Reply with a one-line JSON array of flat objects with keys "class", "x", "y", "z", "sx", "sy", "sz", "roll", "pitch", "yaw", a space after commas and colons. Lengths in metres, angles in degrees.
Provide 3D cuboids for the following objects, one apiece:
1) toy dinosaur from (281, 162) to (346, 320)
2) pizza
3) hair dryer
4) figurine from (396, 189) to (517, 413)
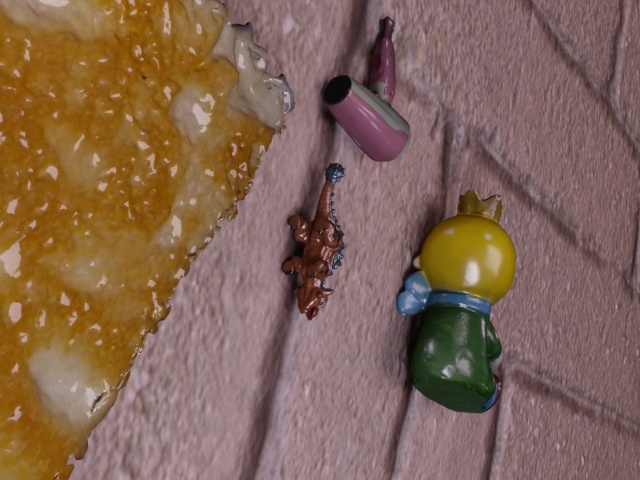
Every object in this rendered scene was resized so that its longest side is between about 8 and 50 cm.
[{"class": "toy dinosaur", "x": 0.000, "y": 0.000, "z": 0.842, "sx": 0.055, "sy": 0.049, "sz": 0.154, "roll": 16, "pitch": 84, "yaw": -50}, {"class": "pizza", "x": -0.207, "y": -0.080, "z": 0.541, "sx": 0.392, "sy": 0.080, "sz": 0.435, "roll": 56, "pitch": 48, "yaw": -39}, {"class": "hair dryer", "x": 0.056, "y": -0.170, "z": 0.924, "sx": 0.106, "sy": 0.054, "sz": 0.154, "roll": 42, "pitch": 49, "yaw": -41}, {"class": "figurine", "x": 0.174, "y": 0.072, "z": 1.030, "sx": 0.185, "sy": 0.127, "sz": 0.234, "roll": 41, "pitch": 49, "yaw": -52}]
